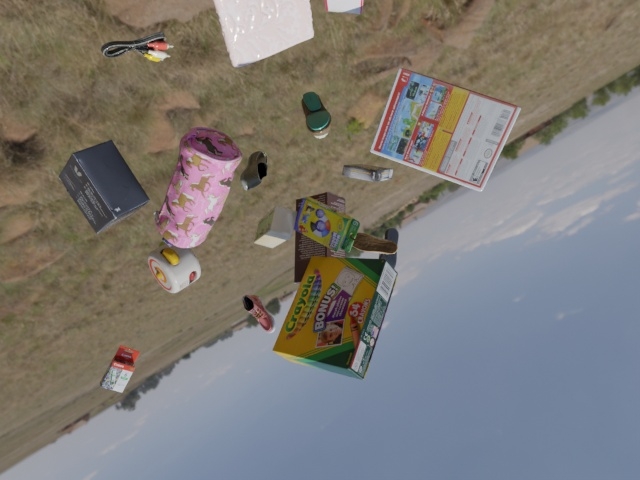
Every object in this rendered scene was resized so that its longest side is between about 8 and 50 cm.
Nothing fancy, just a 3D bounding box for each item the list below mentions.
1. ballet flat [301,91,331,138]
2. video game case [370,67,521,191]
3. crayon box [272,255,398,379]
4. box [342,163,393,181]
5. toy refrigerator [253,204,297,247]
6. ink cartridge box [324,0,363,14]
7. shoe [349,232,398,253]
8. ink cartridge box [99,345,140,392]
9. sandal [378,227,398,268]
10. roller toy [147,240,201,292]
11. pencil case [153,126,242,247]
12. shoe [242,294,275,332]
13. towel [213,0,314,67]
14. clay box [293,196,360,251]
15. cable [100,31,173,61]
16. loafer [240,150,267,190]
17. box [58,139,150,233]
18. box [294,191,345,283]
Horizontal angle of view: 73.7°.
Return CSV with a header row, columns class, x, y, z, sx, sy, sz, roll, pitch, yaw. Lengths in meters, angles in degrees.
class,x,y,z,sx,sy,sz,roll,pitch,yaw
ballet flat,-0.016,-0.532,1.893,0.116,0.342,0.124,-17,135,-2
video game case,0.283,-0.258,1.000,0.025,0.285,0.204,-51,161,-67
crayon box,0.048,0.232,1.388,0.313,0.106,0.363,1,-123,39
box,0.240,-0.342,2.136,0.183,0.056,0.231,15,-163,26
toy refrigerator,-0.183,-0.049,1.656,0.094,0.102,0.269,17,165,-19
ink cartridge box,0.066,-0.687,0.992,0.100,0.237,0.172,7,-173,3
shoe,0.229,0.018,1.858,0.219,0.077,0.058,15,-178,14
ink cartridge box,-0.559,0.360,1.197,0.029,0.063,0.115,14,-104,59
sandal,0.344,0.062,2.180,0.054,0.097,0.254,-19,-130,63
roller toy,-0.584,0.105,1.693,0.209,0.191,0.146,2,-150,47
pencil case,-0.367,-0.149,1.260,0.167,0.160,0.386,-20,153,-48
shoe,-0.250,0.294,1.709,0.063,0.178,0.081,-40,155,15
towel,-0.184,-0.762,1.381,0.317,0.053,0.332,-27,148,-11
clay box,0.021,-0.053,1.523,0.053,0.222,0.127,-23,136,-60
cable,-0.723,-0.773,1.717,0.139,0.072,0.287,-29,-176,40
loafer,-0.249,-0.287,1.742,0.087,0.094,0.251,-8,-141,16
box,-0.489,-0.117,0.963,0.158,0.156,0.093,-17,-163,48
box,0.000,0.000,1.846,0.191,0.381,0.143,-8,165,40
